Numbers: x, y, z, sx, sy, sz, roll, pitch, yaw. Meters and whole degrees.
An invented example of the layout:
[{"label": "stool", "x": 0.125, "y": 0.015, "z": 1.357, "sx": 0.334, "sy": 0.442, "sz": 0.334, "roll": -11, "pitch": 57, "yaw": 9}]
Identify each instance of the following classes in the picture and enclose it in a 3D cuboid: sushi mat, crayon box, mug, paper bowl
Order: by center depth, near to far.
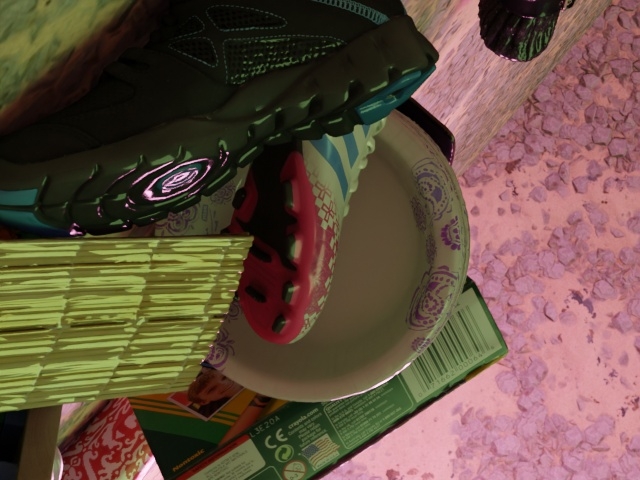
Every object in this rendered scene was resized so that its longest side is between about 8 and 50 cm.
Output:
[{"label": "sushi mat", "x": -0.187, "y": 0.059, "z": 0.912, "sx": 0.316, "sy": 0.019, "sz": 0.151, "roll": -1, "pitch": 124, "yaw": -46}, {"label": "paper bowl", "x": 0.000, "y": 0.000, "z": 1.246, "sx": 0.284, "sy": 0.284, "sz": 0.148, "roll": -52, "pitch": 171, "yaw": 13}, {"label": "crayon box", "x": -0.027, "y": 0.124, "z": 1.443, "sx": 0.363, "sy": 0.106, "sz": 0.313, "roll": -32, "pitch": -154, "yaw": -7}, {"label": "mug", "x": -0.284, "y": 0.276, "z": 1.696, "sx": 0.169, "sy": 0.150, "sz": 0.113, "roll": -52, "pitch": 136, "yaw": -17}]

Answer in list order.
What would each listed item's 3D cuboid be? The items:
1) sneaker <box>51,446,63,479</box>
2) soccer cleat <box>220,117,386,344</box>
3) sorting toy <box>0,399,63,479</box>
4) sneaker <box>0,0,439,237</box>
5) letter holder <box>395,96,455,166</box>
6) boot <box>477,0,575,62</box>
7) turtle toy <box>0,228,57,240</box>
[{"label": "sneaker", "x": -0.347, "y": 0.307, "z": 1.475, "sx": 0.094, "sy": 0.080, "sz": 0.212, "roll": -21, "pitch": 134, "yaw": -41}, {"label": "soccer cleat", "x": 0.001, "y": -0.069, "z": 1.111, "sx": 0.143, "sy": 0.116, "sz": 0.331, "roll": -18, "pitch": 123, "yaw": -37}, {"label": "sorting toy", "x": -0.270, "y": 0.207, "z": 1.047, "sx": 0.257, "sy": 0.089, "sz": 0.255, "roll": 120, "pitch": -22, "yaw": -51}, {"label": "sneaker", "x": -0.088, "y": -0.109, "z": 0.925, "sx": 0.341, "sy": 0.139, "sz": 0.125, "roll": -24, "pitch": 169, "yaw": -27}, {"label": "letter holder", "x": 0.112, "y": -0.048, "z": 1.872, "sx": 0.152, "sy": 0.214, "sz": 0.302, "roll": -47, "pitch": 171, "yaw": -18}, {"label": "boot", "x": 0.265, "y": -0.333, "z": 1.720, "sx": 0.348, "sy": 0.131, "sz": 0.260, "roll": -43, "pitch": 169, "yaw": -44}, {"label": "turtle toy", "x": -0.228, "y": 0.046, "z": 0.960, "sx": 0.130, "sy": 0.095, "sz": 0.066, "roll": -53, "pitch": 150, "yaw": 15}]
